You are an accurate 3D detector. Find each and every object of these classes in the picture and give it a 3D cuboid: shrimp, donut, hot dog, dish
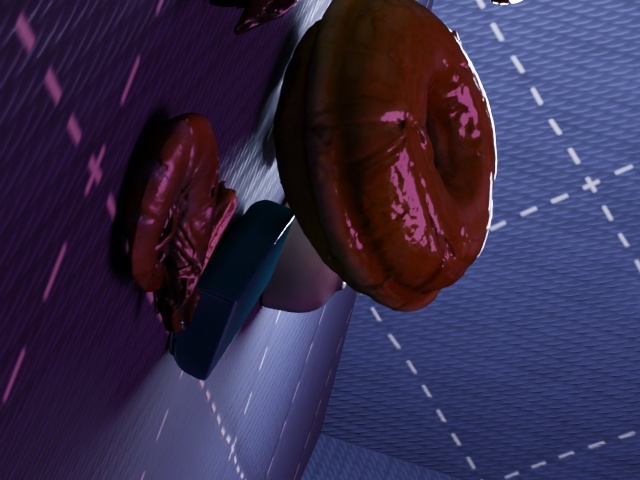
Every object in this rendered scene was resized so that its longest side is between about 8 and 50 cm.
[{"bbox_3d":[-0.145,0.006,1.440,0.152,0.062,0.287,-63,165,-47],"label":"shrimp"},{"bbox_3d":[0.096,-0.123,2.042,0.449,0.198,0.449,23,64,-60],"label":"donut"},{"bbox_3d":[-0.131,-0.007,1.656,0.133,0.041,0.056,-63,170,-18],"label":"hot dog"},{"bbox_3d":[0.000,0.000,2.408,0.256,0.117,0.256,18,90,-84],"label":"dish"}]

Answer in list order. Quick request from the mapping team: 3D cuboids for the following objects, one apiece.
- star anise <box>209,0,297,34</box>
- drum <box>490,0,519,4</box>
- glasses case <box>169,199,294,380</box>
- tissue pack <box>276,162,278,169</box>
[{"bbox_3d":[0.000,-0.287,1.375,0.272,0.102,0.272,-42,-149,33],"label":"star anise"},{"bbox_3d":[0.142,-0.462,1.573,0.431,0.214,0.431,-171,-90,-83],"label":"drum"},{"bbox_3d":[-0.110,0.051,1.869,0.301,0.070,0.117,-62,174,-66],"label":"glasses case"},{"bbox_3d":[-0.020,-0.142,2.115,0.094,0.058,0.074,-66,172,-46],"label":"tissue pack"}]
